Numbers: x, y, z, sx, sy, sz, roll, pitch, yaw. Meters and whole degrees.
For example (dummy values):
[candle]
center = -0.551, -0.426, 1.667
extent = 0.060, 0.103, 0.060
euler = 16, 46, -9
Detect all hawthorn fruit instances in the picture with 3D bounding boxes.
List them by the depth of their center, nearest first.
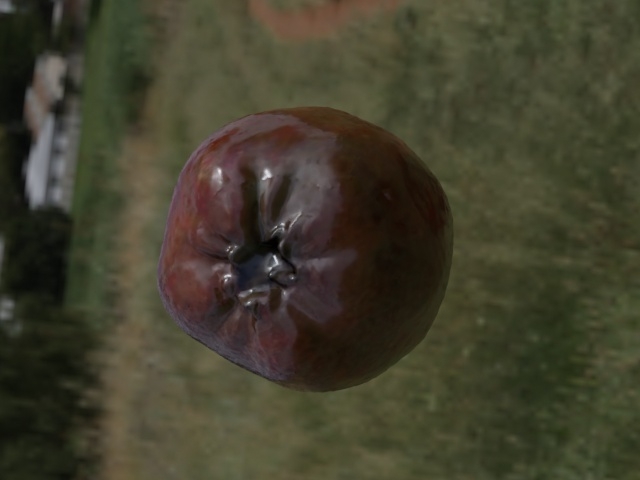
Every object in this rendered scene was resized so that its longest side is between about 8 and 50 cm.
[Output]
[hawthorn fruit]
center = 0.000, 0.000, 1.327
extent = 0.262, 0.210, 0.210
euler = -27, -54, -75
